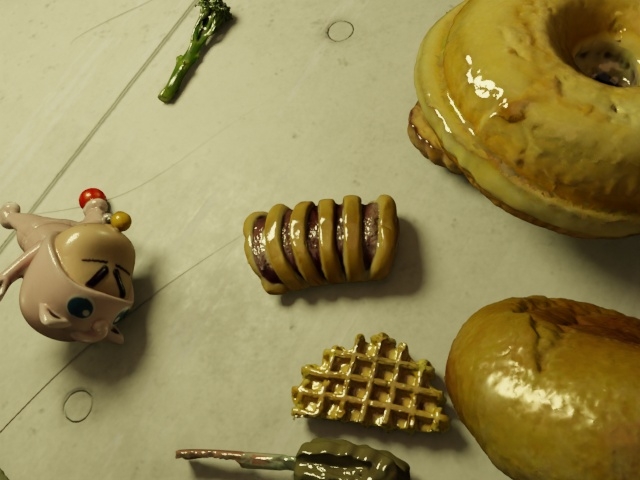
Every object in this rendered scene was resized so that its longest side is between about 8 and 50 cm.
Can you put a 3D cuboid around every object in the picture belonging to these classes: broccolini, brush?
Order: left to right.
[{"bbox_3d":[-0.223,-0.338,1.180,0.058,0.067,0.216,-3,56,56],"label":"broccolini"},{"bbox_3d":[-0.042,0.274,0.835,0.301,0.084,0.071,0,66,19],"label":"brush"}]

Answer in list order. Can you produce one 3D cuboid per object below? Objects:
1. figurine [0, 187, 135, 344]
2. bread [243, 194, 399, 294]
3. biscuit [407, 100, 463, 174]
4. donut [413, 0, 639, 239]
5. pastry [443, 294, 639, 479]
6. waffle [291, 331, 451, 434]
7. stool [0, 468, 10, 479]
[{"bbox_3d":[-0.366,0.018,0.986,0.186,0.176,0.287,-48,46,16],"label":"figurine"},{"bbox_3d":[0.000,0.000,0.951,0.225,0.081,0.134,-7,65,9],"label":"bread"},{"bbox_3d":[0.197,-0.143,0.982,0.183,0.061,0.118,34,59,26],"label":"biscuit"},{"bbox_3d":[0.340,-0.193,0.861,0.449,0.198,0.448,2,59,-4],"label":"donut"},{"bbox_3d":[0.295,0.160,0.671,0.356,0.356,0.163,19,100,21],"label":"pastry"},{"bbox_3d":[0.057,0.201,0.860,0.192,0.046,0.160,-26,61,1],"label":"waffle"},{"bbox_3d":[-0.554,0.388,0.815,0.310,0.226,0.310,30,75,26],"label":"stool"}]
